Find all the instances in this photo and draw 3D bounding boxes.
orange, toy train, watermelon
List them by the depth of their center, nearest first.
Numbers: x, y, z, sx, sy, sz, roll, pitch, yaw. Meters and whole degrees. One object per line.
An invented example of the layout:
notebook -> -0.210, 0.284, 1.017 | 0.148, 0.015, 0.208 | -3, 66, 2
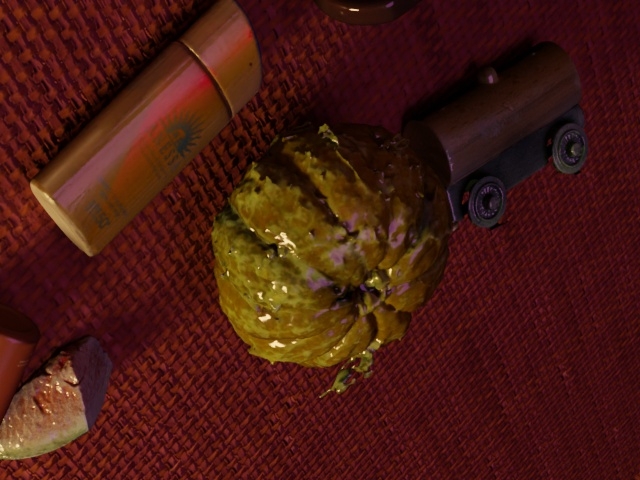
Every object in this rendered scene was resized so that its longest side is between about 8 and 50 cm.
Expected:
watermelon -> -0.297, 0.185, 1.925 | 0.180, 0.081, 0.094 | -49, 121, -18
orange -> 0.000, 0.000, 1.978 | 0.300, 0.223, 0.301 | -49, 141, 0
toy train -> 0.219, -0.134, 2.247 | 0.307, 0.126, 0.189 | -32, 108, -30

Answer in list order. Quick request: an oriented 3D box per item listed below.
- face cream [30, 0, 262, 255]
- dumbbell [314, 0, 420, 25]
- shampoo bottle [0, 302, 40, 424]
face cream -> -0.169, -0.119, 1.795 | 0.285, 0.067, 0.139 | -47, 148, -12
dumbbell -> 0.043, -0.344, 1.808 | 0.140, 0.124, 0.225 | -39, 144, -21
shampoo bottle -> -0.374, 0.182, 1.796 | 0.085, 0.085, 0.244 | 9, 113, -54
